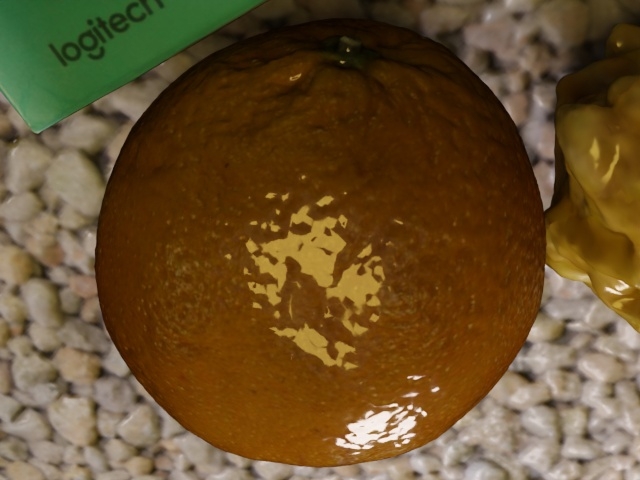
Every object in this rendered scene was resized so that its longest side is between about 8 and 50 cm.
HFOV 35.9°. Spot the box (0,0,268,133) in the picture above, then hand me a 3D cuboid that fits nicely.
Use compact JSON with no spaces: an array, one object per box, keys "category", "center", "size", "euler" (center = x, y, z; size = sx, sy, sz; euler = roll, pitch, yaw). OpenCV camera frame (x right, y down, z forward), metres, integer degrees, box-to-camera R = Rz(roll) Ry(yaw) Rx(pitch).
[{"category":"box","center":[-0.152,-0.237,0.514],"size":[0.205,0.118,0.311],"euler":[-26,115,17]}]

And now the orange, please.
[{"category":"orange","center":[0.000,0.000,0.561],"size":[0.264,0.264,0.264],"euler":[2,120,3]}]

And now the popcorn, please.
[{"category":"popcorn","center":[0.218,-0.022,0.570],"size":[0.190,0.191,0.253],"euler":[-32,119,32]}]
